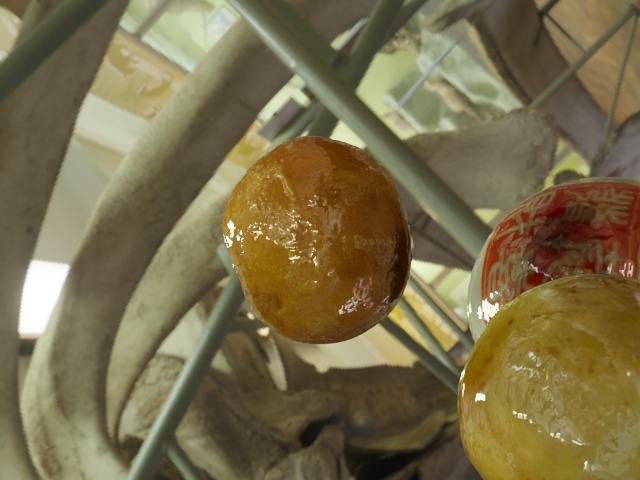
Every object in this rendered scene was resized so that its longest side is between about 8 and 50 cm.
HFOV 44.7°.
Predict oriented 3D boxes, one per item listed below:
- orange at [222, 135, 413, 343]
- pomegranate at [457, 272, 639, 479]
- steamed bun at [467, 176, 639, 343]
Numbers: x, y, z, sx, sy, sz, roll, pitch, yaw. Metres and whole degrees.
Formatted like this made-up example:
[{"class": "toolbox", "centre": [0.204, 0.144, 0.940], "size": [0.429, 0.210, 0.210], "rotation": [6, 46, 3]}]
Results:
[{"class": "orange", "centre": [0.000, 0.000, 0.983], "size": [0.261, 0.261, 0.261], "rotation": [43, -172, -8]}, {"class": "pomegranate", "centre": [0.220, 0.135, 0.636], "size": [0.233, 0.233, 0.233], "rotation": [43, -172, -8]}, {"class": "steamed bun", "centre": [0.380, 0.065, 1.129], "size": [0.241, 0.374, 0.374], "rotation": [38, -169, -39]}]
